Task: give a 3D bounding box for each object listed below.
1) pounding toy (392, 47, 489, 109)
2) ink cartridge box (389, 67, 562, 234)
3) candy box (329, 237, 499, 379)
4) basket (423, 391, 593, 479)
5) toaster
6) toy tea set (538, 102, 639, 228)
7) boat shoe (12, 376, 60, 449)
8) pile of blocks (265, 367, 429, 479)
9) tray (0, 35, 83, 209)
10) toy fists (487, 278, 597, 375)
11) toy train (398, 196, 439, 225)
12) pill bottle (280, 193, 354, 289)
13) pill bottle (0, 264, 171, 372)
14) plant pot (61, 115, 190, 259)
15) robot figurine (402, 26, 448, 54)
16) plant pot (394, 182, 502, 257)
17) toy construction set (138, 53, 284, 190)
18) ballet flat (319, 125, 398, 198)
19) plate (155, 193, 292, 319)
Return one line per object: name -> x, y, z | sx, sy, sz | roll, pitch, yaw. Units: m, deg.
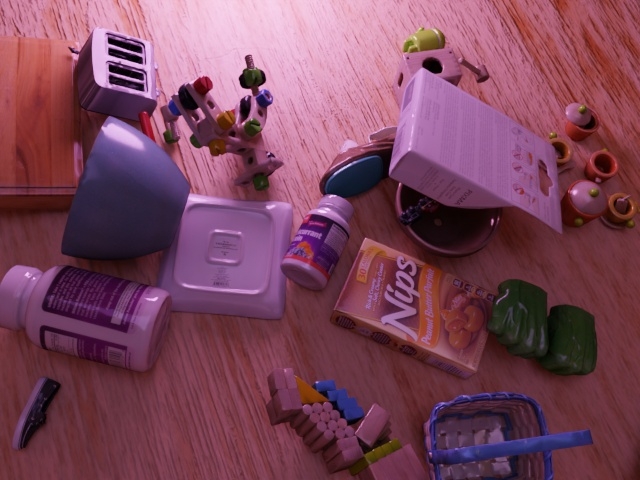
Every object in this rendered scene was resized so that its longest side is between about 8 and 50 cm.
pounding toy -> 0.296, -0.410, 1.603 | 0.206, 0.181, 0.094 | -11, 69, -11
ink cartridge box -> 0.347, -0.181, 1.468 | 0.385, 0.091, 0.308 | 27, 46, -13
candy box -> 0.200, 0.144, 1.414 | 0.316, 0.087, 0.183 | 24, 65, 3
basket -> 0.321, 0.380, 1.220 | 0.254, 0.289, 0.201 | -4, 68, -7
toaster -> -0.461, -0.373, 1.507 | 0.185, 0.110, 0.168 | 8, 62, -36
toy tea set -> 0.634, -0.181, 1.577 | 0.200, 0.124, 0.336 | -11, 69, -10
boat shoe -> -0.543, 0.331, 1.275 | 0.040, 0.049, 0.142 | 15, 65, -1
pile of blocks -> 0.040, 0.378, 1.298 | 0.362, 0.113, 0.149 | 41, 50, 6
tray -> -0.633, -0.266, 1.470 | 0.202, 0.076, 0.411 | -2, 66, -20
toy fists -> 0.463, 0.194, 1.385 | 0.279, 0.096, 0.142 | 26, 57, -23
toy train -> 0.234, -0.078, 1.424 | 0.158, 0.027, 0.036 | -34, 78, -17
pill bottle -> 0.000, 0.000, 1.440 | 0.108, 0.108, 0.193 | 25, 67, 4
pill bottle -> -0.458, 0.142, 1.297 | 0.301, 0.169, 0.169 | 14, 67, -1
plant pot -> -0.378, -0.079, 1.353 | 0.195, 0.290, 0.290 | 20, 66, -14
robot figurine -> 0.267, -0.501, 1.700 | 0.115, 0.067, 0.101 | -22, 63, -15
plant pot -> 0.276, -0.060, 1.496 | 0.237, 0.110, 0.237 | 3, 66, -6
toy construction set -> -0.226, -0.212, 1.463 | 0.308, 0.257, 0.237 | -17, 82, 9
ballet flat -> 0.128, -0.200, 1.546 | 0.342, 0.116, 0.124 | -24, 51, -16
plate -> -0.205, 0.023, 1.442 | 0.277, 0.045, 0.278 | 6, 67, -5
